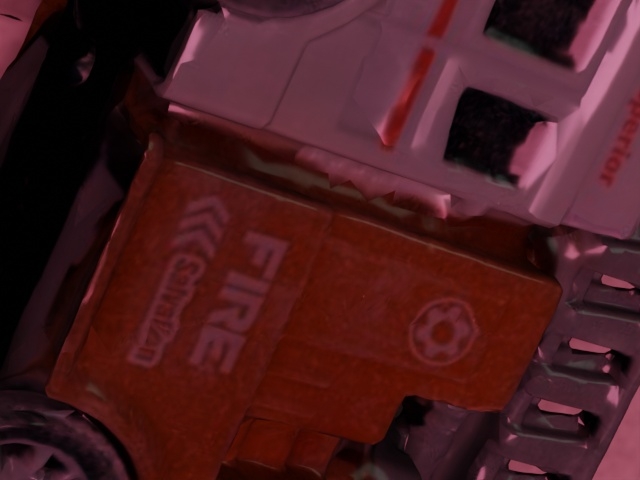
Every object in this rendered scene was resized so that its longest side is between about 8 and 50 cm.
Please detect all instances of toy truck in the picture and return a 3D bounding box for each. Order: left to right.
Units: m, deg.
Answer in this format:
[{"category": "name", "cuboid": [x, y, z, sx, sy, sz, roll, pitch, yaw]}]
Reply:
[{"category": "toy truck", "cuboid": [0.000, 0.000, 0.453, 0.184, 0.133, 0.338, 18, 107, -25]}]
